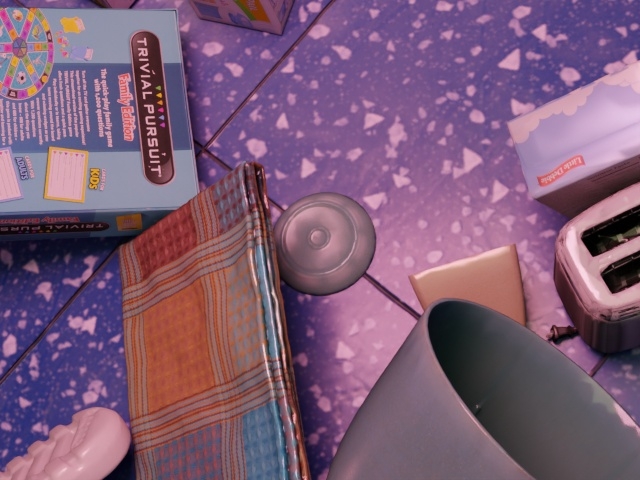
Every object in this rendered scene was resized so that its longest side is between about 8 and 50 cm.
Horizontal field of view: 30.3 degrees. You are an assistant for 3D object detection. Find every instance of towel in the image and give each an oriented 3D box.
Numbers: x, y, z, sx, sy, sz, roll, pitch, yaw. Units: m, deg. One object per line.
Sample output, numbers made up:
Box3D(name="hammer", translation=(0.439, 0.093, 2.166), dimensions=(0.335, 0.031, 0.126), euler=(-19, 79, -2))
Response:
Box3D(name="towel", translation=(-0.121, 0.136, 1.182), dimensions=(0.271, 0.040, 0.370), euler=(-30, 61, 44))

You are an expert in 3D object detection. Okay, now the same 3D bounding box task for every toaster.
Box3D(name="toaster", translation=(0.313, 0.020, 1.140), dimensions=(0.227, 0.146, 0.129), euler=(-24, 68, 5))

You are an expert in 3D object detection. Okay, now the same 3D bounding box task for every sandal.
Box3D(name="sandal", translation=(-0.353, 0.336, 1.211), dimensions=(0.416, 0.169, 0.102), euler=(-37, 108, 0))

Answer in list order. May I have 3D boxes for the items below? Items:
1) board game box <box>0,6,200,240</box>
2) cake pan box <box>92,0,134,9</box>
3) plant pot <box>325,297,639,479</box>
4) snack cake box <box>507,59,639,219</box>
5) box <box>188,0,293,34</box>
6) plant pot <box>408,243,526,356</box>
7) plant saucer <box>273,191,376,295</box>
Box3D(name="board game box", translation=(-0.314, -0.129, 1.295), dimensions=(0.336, 0.079, 0.253), euler=(-2, 69, -18))
Box3D(name="cake pan box", translation=(-0.263, -0.440, 1.469), dimensions=(0.246, 0.070, 0.267), euler=(36, 82, 19))
Box3D(name="plant pot", translation=(0.136, 0.234, 1.044), dimensions=(0.293, 0.293, 0.235), euler=(48, 112, 22))
Box3D(name="snack cake box", translation=(0.334, -0.113, 1.133), dimensions=(0.264, 0.152, 0.089), euler=(-24, 68, 25))
Box3D(name="box", translation=(-0.100, -0.329, 1.319), dimensions=(0.114, 0.203, 0.103), euler=(14, 76, 17))
Box3D(name="plant pot", translation=(0.158, 0.069, 1.188), dimensions=(0.109, 0.109, 0.096), euler=(-17, 82, 7))
Box3D(name="plant saucer", translation=(0.000, 0.000, 1.286), dimensions=(0.119, 0.021, 0.119), euler=(-4, 72, 12))
